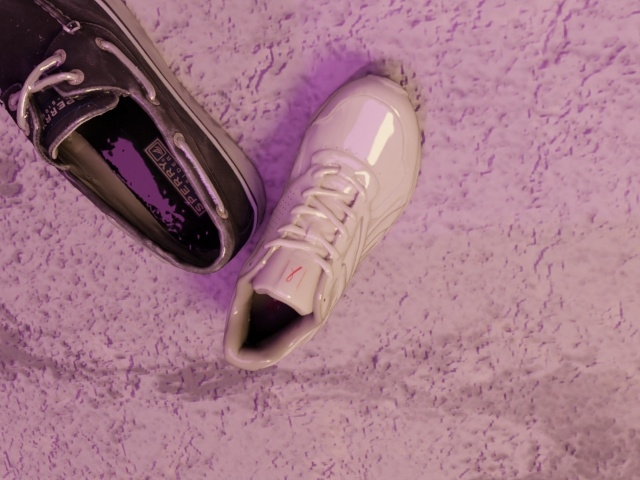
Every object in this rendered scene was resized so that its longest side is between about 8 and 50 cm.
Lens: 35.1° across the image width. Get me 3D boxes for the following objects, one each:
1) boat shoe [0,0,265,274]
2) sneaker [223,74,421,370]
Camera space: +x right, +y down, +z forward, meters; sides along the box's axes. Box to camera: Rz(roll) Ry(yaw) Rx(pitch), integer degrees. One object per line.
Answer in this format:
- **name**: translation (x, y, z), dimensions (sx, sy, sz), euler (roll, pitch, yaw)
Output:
- **boat shoe**: translation (-0.164, -0.095, 0.698), dimensions (0.108, 0.102, 0.301), euler (-38, 99, 21)
- **sneaker**: translation (0.000, 0.000, 0.692), dimensions (0.090, 0.115, 0.232), euler (25, 112, 2)
